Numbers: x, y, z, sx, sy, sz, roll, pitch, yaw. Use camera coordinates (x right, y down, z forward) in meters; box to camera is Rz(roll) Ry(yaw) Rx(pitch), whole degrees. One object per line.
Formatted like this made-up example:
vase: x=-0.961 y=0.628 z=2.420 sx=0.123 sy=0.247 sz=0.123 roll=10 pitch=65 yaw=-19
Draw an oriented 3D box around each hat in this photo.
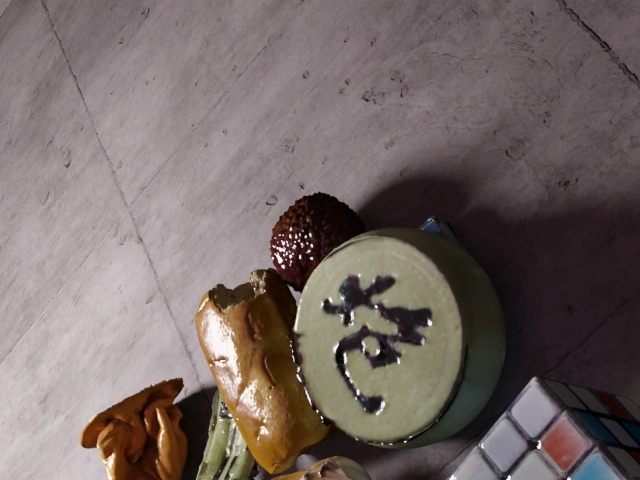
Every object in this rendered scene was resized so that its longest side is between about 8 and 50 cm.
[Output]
hat: x=-0.313 y=0.427 z=2.079 sx=0.244 sy=0.233 sz=0.233 roll=-30 pitch=71 yaw=-2

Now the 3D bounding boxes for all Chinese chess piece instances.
Chinese chess piece: x=0.119 y=0.153 z=1.711 sx=0.349 sy=0.146 sz=0.349 roll=-1 pitch=88 yaw=35

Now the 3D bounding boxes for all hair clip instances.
hair clip: x=-0.156 y=0.402 z=1.960 sx=0.138 sy=0.091 sz=0.321 roll=-17 pitch=44 yaw=39

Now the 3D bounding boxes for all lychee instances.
lychee: x=0.000 y=0.000 z=1.914 sx=0.188 sy=0.188 sz=0.188 roll=-17 pitch=64 yaw=39

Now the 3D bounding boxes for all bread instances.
bread: x=-0.098 y=0.223 z=1.889 sx=0.195 sy=0.149 sz=0.344 roll=-41 pitch=67 yaw=32

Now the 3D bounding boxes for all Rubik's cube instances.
Rubik's cube: x=0.340 y=0.361 z=1.401 sx=0.259 sy=0.256 sz=0.253 roll=-54 pitch=47 yaw=16

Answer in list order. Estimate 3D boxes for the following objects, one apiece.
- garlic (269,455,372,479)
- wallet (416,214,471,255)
garlic: x=-0.012 y=0.471 z=1.763 sx=0.281 sy=0.185 sz=0.203 roll=-25 pitch=81 yaw=12
wallet: x=0.162 y=0.065 z=1.817 sx=0.202 sy=0.059 sz=0.141 roll=-43 pitch=57 yaw=26
